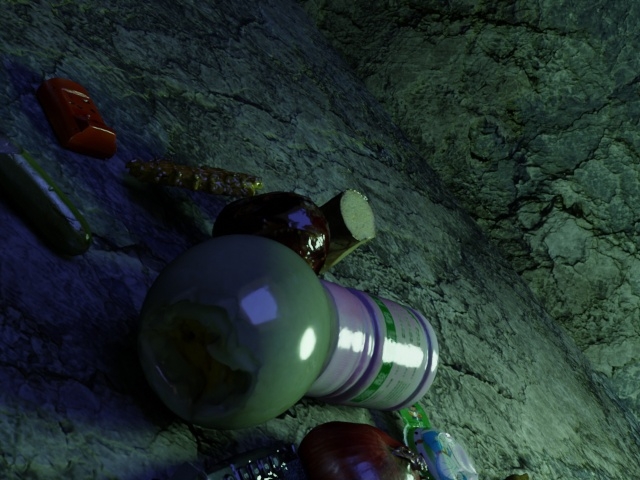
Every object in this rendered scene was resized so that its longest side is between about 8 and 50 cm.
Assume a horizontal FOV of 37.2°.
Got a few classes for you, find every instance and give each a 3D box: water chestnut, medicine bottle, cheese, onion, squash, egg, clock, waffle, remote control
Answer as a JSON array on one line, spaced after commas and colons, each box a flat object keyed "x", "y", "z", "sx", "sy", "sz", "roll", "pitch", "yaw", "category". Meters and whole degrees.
[{"x": -0.095, "y": -0.001, "z": 1.792, "sx": 0.224, "sy": 0.224, "sz": 0.238, "roll": 34, "pitch": 37, "yaw": -30, "category": "water chestnut"}, {"x": 0.049, "y": 0.192, "z": 1.727, "sx": 0.325, "sy": 0.212, "sz": 0.212, "roll": 22, "pitch": 32, "yaw": -49, "category": "medicine bottle"}, {"x": 0.211, "y": 0.397, "z": 1.841, "sx": 0.204, "sy": 0.083, "sz": 0.320, "roll": 23, "pitch": 31, "yaw": -47, "category": "cheese"}, {"x": 0.070, "y": 0.380, "z": 1.509, "sx": 0.248, "sy": 0.161, "sz": 0.248, "roll": 32, "pitch": -6, "yaw": 4, "category": "onion"}, {"x": -0.439, "y": -0.072, "z": 1.464, "sx": 0.239, "sy": 0.069, "sz": 0.069, "roll": 47, "pitch": 21, "yaw": 0, "category": "squash"}, {"x": -0.119, "y": 0.129, "z": 1.426, "sx": 0.278, "sy": 0.278, "sz": 0.336, "roll": 48, "pitch": 21, "yaw": 5, "category": "egg"}, {"x": -0.445, "y": -0.230, "z": 1.758, "sx": 0.113, "sy": 0.061, "sz": 0.155, "roll": 13, "pitch": 37, "yaw": -55, "category": "clock"}, {"x": -0.242, "y": -0.120, "z": 1.802, "sx": 0.229, "sy": 0.051, "sz": 0.231, "roll": 16, "pitch": 8, "yaw": 28, "category": "waffle"}, {"x": -0.132, "y": 0.359, "z": 1.260, "sx": 0.399, "sy": 0.062, "sz": 0.144, "roll": -2, "pitch": 66, "yaw": -62, "category": "remote control"}]

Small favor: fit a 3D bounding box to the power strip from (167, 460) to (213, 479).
[{"x": -0.063, "y": 0.395, "z": 1.159, "sx": 0.106, "sy": 0.043, "sz": 0.367, "roll": 21, "pitch": -29, "yaw": 47, "category": "power strip"}]

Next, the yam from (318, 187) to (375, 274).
[{"x": -0.001, "y": -0.002, "z": 1.971, "sx": 0.129, "sy": 0.238, "sz": 0.128, "roll": 25, "pitch": 45, "yaw": -40, "category": "yam"}]

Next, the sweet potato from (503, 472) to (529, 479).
[{"x": 0.406, "y": 0.543, "z": 1.989, "sx": 0.249, "sy": 0.059, "sz": 0.069, "roll": -58, "pitch": 141, "yaw": -67, "category": "sweet potato"}]
